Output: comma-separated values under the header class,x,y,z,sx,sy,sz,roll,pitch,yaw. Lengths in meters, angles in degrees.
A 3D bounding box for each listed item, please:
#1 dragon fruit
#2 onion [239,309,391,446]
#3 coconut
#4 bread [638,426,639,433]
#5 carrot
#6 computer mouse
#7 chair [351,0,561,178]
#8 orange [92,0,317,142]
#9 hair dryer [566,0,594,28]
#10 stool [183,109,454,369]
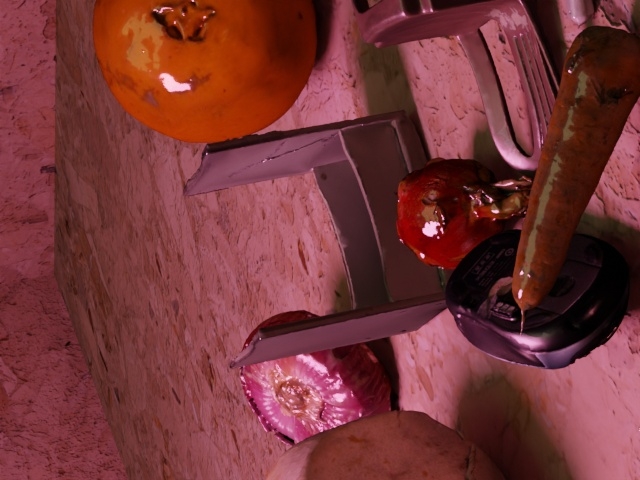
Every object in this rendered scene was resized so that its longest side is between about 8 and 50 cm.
class,x,y,z,sx,sy,sz,roll,pitch,yaw
dragon fruit,0.164,-0.035,1.714,0.246,0.125,0.125,-9,82,62
onion,0.007,0.189,2.206,0.230,0.163,0.230,19,123,31
coconut,0.074,0.395,1.847,0.346,0.346,0.360,-121,30,-44
bread,0.329,0.178,1.474,0.083,0.035,0.070,-126,30,-44
carrot,0.225,-0.050,1.446,0.078,0.078,0.298,37,112,62
computer mouse,0.222,0.062,1.570,0.096,0.137,0.233,55,165,-24
chair,0.140,-0.208,1.572,0.175,0.183,0.326,158,102,-71
orange,-0.156,-0.285,2.166,0.312,0.312,0.312,169,90,-70
hair dryer,0.239,-0.264,1.478,0.082,0.047,0.137,-148,45,-63
stool,0.000,0.000,1.930,0.170,0.270,0.243,131,126,-66
